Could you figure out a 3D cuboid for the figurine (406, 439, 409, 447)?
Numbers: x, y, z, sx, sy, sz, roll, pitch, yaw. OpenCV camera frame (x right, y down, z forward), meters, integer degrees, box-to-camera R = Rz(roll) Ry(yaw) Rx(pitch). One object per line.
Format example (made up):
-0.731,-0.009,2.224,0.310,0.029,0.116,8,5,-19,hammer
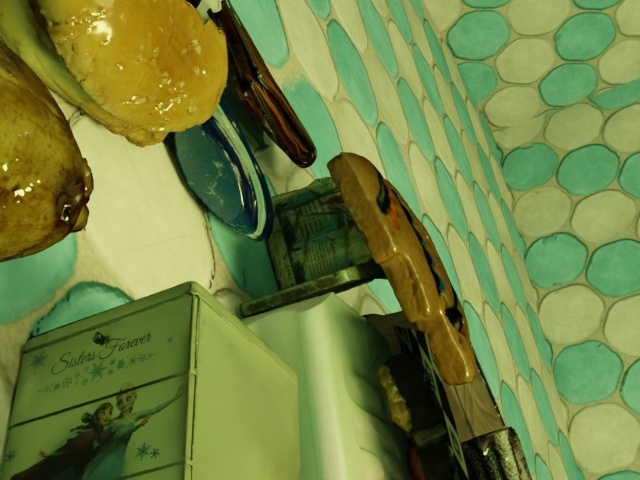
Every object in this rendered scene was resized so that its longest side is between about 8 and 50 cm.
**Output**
0.071,0.277,1.030,0.102,0.111,0.195,18,62,-55,figurine

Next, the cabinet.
-0.109,0.164,0.572,0.150,0.145,0.206,50,28,-45,cabinet

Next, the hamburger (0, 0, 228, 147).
-0.172,-0.166,0.757,0.262,0.124,0.131,36,39,-56,hamburger

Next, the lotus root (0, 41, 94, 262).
-0.222,-0.061,0.517,0.260,0.128,0.145,37,28,-59,lotus root

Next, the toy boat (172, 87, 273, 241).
-0.092,-0.122,1.026,0.221,0.067,0.291,65,17,-12,toy boat

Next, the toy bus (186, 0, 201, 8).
-0.198,-0.351,0.870,0.147,0.127,0.303,37,39,-48,toy bus

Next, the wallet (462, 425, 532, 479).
0.193,0.324,0.951,0.262,0.071,0.221,105,-33,-71,wallet

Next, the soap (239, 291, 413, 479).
0.014,0.243,0.867,0.208,0.115,0.347,42,34,-52,soap

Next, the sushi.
0.111,0.234,0.893,0.264,0.050,0.290,121,-49,-85,sushi

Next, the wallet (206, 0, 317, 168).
-0.070,-0.196,1.114,0.195,0.042,0.161,50,15,-53,wallet

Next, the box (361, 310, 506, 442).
0.148,0.227,1.187,0.252,0.153,0.188,67,20,-12,box

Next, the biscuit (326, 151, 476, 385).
0.096,0.014,0.959,0.301,0.043,0.278,51,18,-40,biscuit

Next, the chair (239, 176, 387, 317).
0.000,0.000,1.034,0.270,0.136,0.147,8,64,-68,chair
